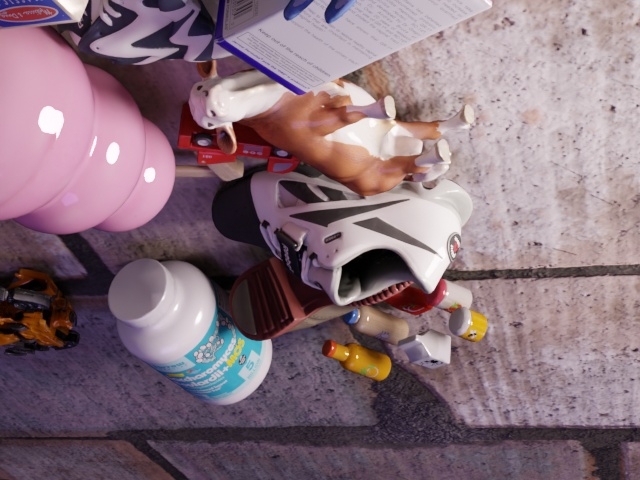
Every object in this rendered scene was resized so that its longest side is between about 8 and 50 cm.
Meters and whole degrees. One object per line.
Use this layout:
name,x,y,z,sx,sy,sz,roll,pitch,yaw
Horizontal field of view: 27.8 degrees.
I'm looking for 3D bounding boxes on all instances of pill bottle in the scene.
pill bottle,-0.184,0.121,1.787,0.146,0.146,0.264,-8,151,24

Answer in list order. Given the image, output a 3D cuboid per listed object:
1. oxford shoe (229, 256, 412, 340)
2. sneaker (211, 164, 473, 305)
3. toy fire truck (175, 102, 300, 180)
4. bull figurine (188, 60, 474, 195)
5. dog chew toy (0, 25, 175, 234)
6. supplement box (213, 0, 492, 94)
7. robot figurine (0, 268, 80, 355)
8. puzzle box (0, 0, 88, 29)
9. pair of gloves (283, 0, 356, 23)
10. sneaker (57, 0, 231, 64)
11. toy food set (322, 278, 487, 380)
oxford shoe,0.040,0.030,1.648,0.348,0.123,0.130,-21,171,37
sneaker,0.000,0.000,1.487,0.330,0.146,0.122,1,146,31
toy fire truck,-0.116,-0.098,1.450,0.192,0.047,0.135,7,154,-6
bull figurine,0.013,-0.124,1.301,0.188,0.101,0.310,-9,162,35
dog chew toy,-0.271,-0.100,1.290,0.206,0.207,0.331,-12,159,30
supplement box,0.028,-0.227,1.100,0.220,0.111,0.114,-20,145,40
robot figurine,-0.488,0.097,1.858,0.290,0.085,0.211,1,154,8
puzzle box,-0.423,-0.263,1.077,0.408,0.052,0.272,1,154,33
pair of gloves,-0.021,-0.269,0.995,0.159,0.023,0.198,-30,98,38
sneaker,-0.184,-0.226,1.152,0.153,0.094,0.235,-12,160,14
toy food set,0.111,0.110,1.756,0.104,0.111,0.232,22,151,-31
